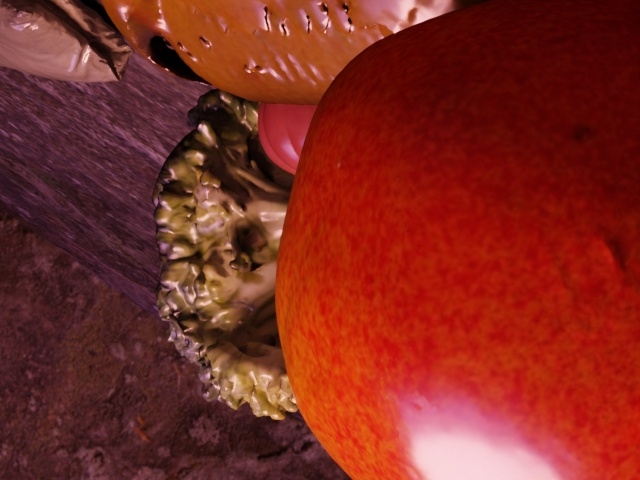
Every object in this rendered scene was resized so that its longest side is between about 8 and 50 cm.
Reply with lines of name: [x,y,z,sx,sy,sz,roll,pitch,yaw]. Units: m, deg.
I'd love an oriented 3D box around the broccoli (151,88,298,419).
broccoli: [0.000,0.000,1.200,0.243,0.263,0.247,-9,112,30]

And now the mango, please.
mango: [0.006,-0.134,0.690,0.156,0.151,0.248,14,170,-38]

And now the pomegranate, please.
pomegranate: [0.087,0.011,0.580,0.221,0.221,0.256,39,169,-26]

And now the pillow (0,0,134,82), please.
pillow: [-0.240,-0.181,1.338,0.181,0.078,0.134,17,164,43]

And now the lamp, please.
lamp: [0.014,-0.076,1.050,0.107,0.092,0.107,-2,177,0]
